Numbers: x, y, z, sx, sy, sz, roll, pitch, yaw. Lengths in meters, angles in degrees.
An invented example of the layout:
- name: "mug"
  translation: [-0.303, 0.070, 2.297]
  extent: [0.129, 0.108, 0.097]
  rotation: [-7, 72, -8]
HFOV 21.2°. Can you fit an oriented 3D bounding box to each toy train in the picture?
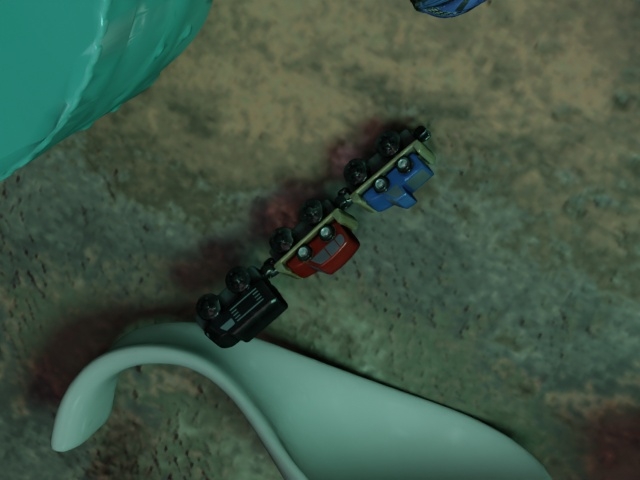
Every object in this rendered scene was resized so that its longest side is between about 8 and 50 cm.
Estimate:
- name: "toy train"
  translation: [0.000, 0.000, 0.882]
  extent: [0.158, 0.027, 0.036]
  rotation: [-42, 63, 9]

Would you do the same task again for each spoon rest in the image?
- name: "spoon rest"
  translation: [-0.010, 0.105, 0.898]
  extent: [0.276, 0.137, 0.084]
  rotation: [14, 116, 18]

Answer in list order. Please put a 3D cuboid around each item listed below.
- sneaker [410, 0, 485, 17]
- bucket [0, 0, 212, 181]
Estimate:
- name: "sneaker"
  translation: [0.131, -0.161, 0.784]
  extent: [0.221, 0.083, 0.087]
  rotation: [-29, 137, 33]
- name: "bucket"
  translation: [-0.186, -0.155, 0.797]
  extent: [0.281, 0.183, 0.281]
  rotation: [4, 111, 11]
